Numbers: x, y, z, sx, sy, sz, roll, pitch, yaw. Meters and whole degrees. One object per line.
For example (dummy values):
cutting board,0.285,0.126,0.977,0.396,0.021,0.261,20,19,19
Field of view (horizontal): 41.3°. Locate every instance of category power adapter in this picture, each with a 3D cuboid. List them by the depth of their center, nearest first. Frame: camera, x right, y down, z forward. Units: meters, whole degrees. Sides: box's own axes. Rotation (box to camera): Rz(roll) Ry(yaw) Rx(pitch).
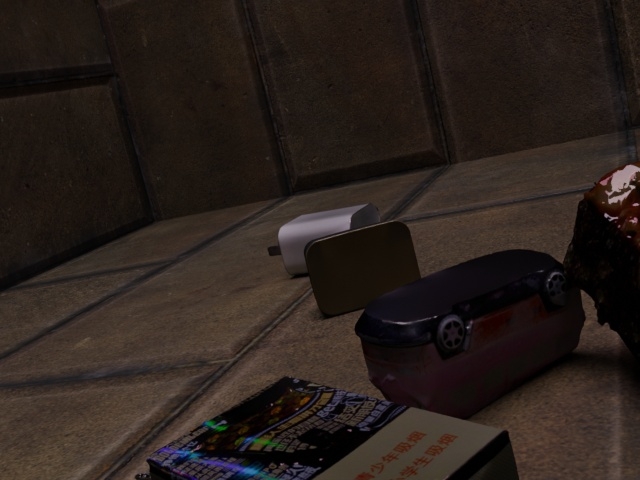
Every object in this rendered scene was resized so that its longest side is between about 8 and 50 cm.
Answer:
power adapter,0.000,0.000,1.989,0.255,0.124,0.187,-8,11,26

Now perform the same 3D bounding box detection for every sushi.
sushi,0.409,0.025,0.946,0.196,0.182,0.343,9,29,-14

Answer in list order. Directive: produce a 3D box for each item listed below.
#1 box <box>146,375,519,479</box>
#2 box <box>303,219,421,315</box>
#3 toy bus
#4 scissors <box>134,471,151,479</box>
box,0.003,0.226,0.794,0.198,0.084,0.310,-26,19,-38
box,0.074,0.046,1.589,0.201,0.144,0.090,-16,7,-6
toy bus,0.191,0.113,1.053,0.302,0.147,0.127,-20,15,-31
scissors,-0.082,0.261,0.948,0.300,0.022,0.109,-6,13,23
